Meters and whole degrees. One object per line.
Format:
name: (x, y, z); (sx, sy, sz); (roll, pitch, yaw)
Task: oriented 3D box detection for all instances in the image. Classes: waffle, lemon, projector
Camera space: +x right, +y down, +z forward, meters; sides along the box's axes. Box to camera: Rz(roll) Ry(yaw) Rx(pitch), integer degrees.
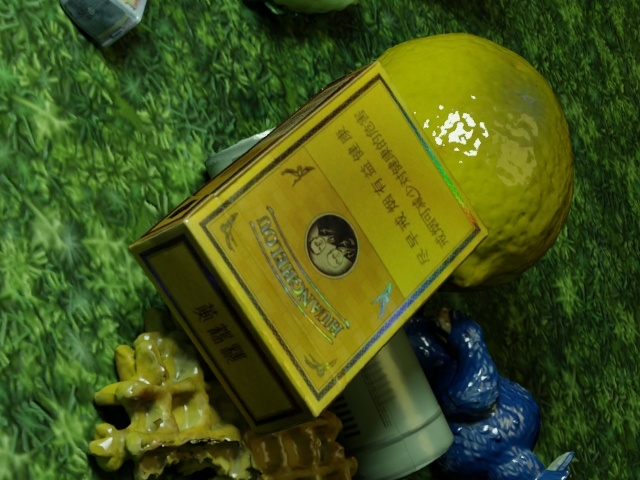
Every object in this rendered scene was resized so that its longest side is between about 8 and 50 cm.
waffle: (-0.060, 0.177, 1.413); (0.293, 0.069, 0.260); (54, 35, -22)
lemon: (0.132, -0.077, 1.684); (0.267, 0.267, 0.267); (33, 45, -42)
projector: (0.009, 0.057, 1.551); (0.108, 0.108, 0.338); (-29, 95, -58)

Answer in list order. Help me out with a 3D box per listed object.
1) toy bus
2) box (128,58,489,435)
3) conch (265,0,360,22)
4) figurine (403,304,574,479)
toy bus: (-0.177, -0.263, 1.514); (0.075, 0.064, 0.190); (40, 41, -28)
box: (0.000, 0.000, 1.426); (0.193, 0.084, 0.301); (56, 45, -9)
conch: (-0.032, -0.301, 1.724); (0.143, 0.137, 0.251); (59, 0, 41)
figurine: (0.141, 0.163, 1.682); (0.262, 0.120, 0.164); (53, 1, 19)
